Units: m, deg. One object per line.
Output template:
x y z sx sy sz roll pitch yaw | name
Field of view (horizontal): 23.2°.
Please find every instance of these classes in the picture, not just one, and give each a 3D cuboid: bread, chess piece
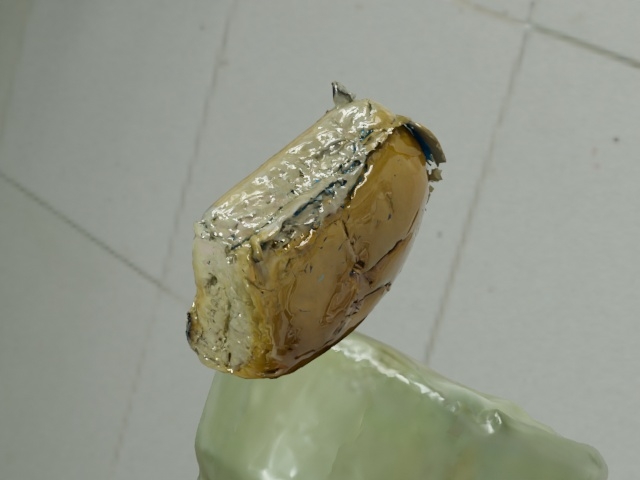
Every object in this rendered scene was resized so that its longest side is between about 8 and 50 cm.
0.000 0.000 0.535 0.053 0.106 0.072 30 136 22 | bread
-0.035 0.261 0.687 0.234 0.234 0.442 19 83 47 | chess piece
